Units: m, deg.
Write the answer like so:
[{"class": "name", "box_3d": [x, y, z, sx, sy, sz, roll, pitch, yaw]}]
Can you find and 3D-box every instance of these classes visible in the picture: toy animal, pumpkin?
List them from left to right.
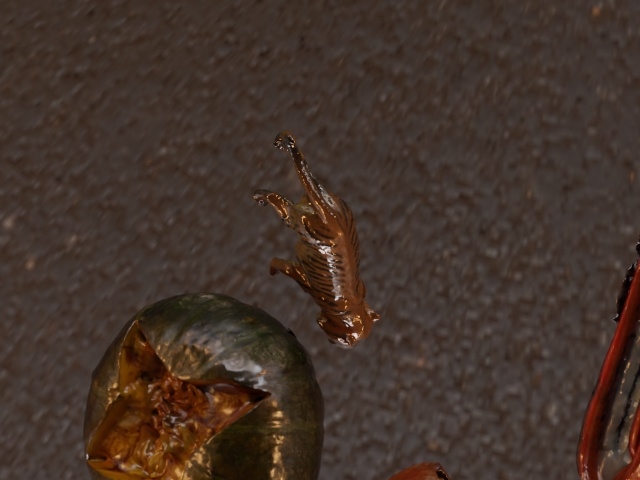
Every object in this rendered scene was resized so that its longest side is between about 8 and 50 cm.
[{"class": "pumpkin", "box_3d": [-0.099, 0.164, 1.678, 0.238, 0.159, 0.238, -8, 77, 39]}, {"class": "toy animal", "box_3d": [0.000, 0.000, 1.587, 0.099, 0.057, 0.241, 40, 155, 30]}]

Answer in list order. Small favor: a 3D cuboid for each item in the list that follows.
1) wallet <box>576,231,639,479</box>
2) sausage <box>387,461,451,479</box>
[{"class": "wallet", "box_3d": [0.211, 0.068, 0.885, 0.204, 0.045, 0.142, 20, 88, -40]}, {"class": "sausage", "box_3d": [0.054, 0.282, 1.394, 0.102, 0.102, 0.330, 11, 138, 6]}]
